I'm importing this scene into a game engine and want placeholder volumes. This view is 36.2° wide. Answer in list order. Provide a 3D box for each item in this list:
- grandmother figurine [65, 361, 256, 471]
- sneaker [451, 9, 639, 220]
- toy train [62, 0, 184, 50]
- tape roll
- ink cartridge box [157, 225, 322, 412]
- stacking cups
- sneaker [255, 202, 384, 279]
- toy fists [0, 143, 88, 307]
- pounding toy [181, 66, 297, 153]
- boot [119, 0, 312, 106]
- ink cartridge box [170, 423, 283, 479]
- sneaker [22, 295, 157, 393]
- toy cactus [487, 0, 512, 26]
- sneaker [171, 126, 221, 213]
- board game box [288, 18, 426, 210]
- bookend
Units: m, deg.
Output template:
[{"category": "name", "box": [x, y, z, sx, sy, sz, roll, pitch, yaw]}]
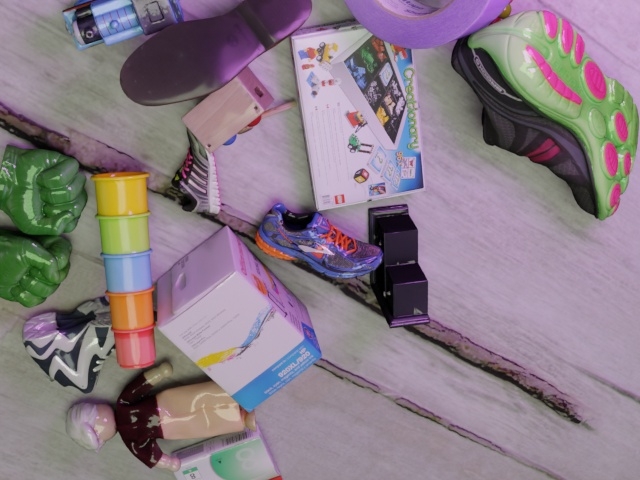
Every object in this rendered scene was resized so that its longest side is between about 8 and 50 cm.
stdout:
[{"category": "grandmother figurine", "box": [-0.292, 0.324, 1.789, 0.343, 0.104, 0.207, -6, 90, -5]}, {"category": "sneaker", "box": [0.380, -0.205, 1.613, 0.483, 0.202, 0.185, 44, 65, -40]}, {"category": "toy train", "box": [-0.289, -0.336, 1.442, 0.184, 0.105, 0.080, -18, 118, -1]}, {"category": "tape roll", "box": [0.150, -0.417, 1.399, 0.275, 0.090, 0.274, 16, 119, 31]}, {"category": "ink cartridge box", "box": [-0.143, 0.132, 1.670, 0.168, 0.171, 0.232, -38, 118, 9]}, {"category": "stacking cups", "box": [-0.316, 0.048, 1.592, 0.096, 0.096, 0.316, -3, 101, -9]}, {"category": "sneaker", "box": [0.000, 0.000, 1.646, 0.221, 0.083, 0.087, 15, 125, 3]}, {"category": "toy fists", "box": [-0.462, -0.017, 1.579, 0.142, 0.096, 0.279, 12, 112, -17]}, {"category": "pounding toy", "box": [-0.124, -0.203, 1.534, 0.130, 0.141, 0.100, -36, 100, 15]}, {"category": "boot", "box": [-0.155, -0.280, 1.455, 0.305, 0.115, 0.112, -30, 94, -12]}, {"category": "ink cartridge box", "box": [-0.168, 0.478, 1.911, 0.181, 0.056, 0.224, -20, 117, 0]}, {"category": "sneaker", "box": [-0.384, 0.189, 1.704, 0.235, 0.094, 0.153, -16, 126, -10]}, {"category": "toy cactus", "box": [0.245, -0.440, 1.507, 0.219, 0.112, 0.180, 41, 85, -23]}, {"category": "sneaker", "box": [-0.207, -0.112, 1.591, 0.075, 0.063, 0.170, -11, 127, -9]}, {"category": "board game box", "box": [0.064, -0.208, 1.602, 0.193, 0.053, 0.305, -10, 118, -4]}, {"category": "bookend", "box": [0.135, 0.043, 1.685, 0.072, 0.157, 0.156, -7, 118, -8]}]
